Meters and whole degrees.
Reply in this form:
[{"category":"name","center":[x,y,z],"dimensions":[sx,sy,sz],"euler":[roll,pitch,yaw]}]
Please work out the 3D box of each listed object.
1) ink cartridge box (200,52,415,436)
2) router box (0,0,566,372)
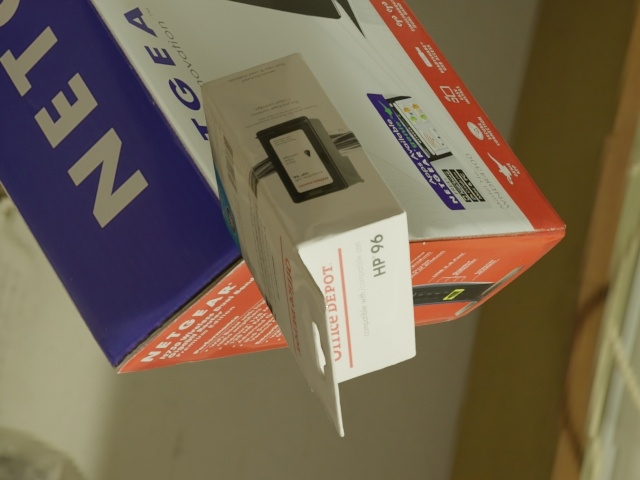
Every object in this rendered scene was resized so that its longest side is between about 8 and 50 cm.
[{"category":"ink cartridge box","center":[0.000,0.000,0.421],"dimensions":[0.083,0.028,0.048],"euler":[-120,-164,-44]},{"category":"router box","center":[-0.063,-0.108,0.825],"dimensions":[0.082,0.335,0.301],"euler":[-41,163,25]}]
